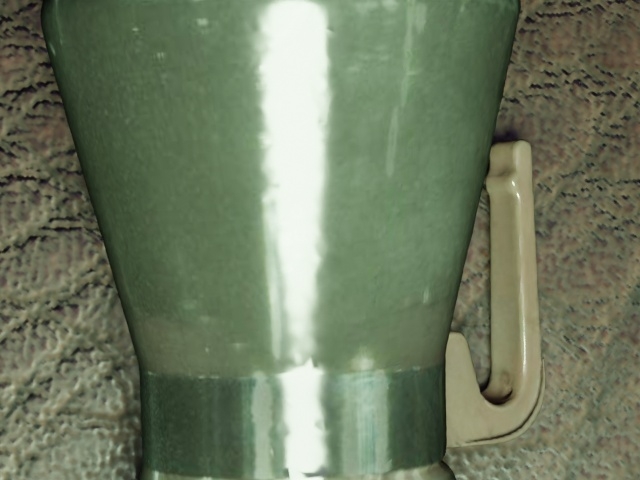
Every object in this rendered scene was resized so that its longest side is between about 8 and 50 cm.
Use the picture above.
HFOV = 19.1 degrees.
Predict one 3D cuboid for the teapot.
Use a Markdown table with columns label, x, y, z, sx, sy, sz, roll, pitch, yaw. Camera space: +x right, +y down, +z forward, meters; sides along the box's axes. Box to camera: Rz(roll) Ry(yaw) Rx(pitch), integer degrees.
| label | x | y | z | sx | sy | sz | roll | pitch | yaw |
| --- | --- | --- | --- | --- | --- | --- | --- | --- | --- |
| teapot | 0.000 | 0.000 | 1.031 | 0.300 | 0.253 | 0.344 | -3 | 93 | -36 |
